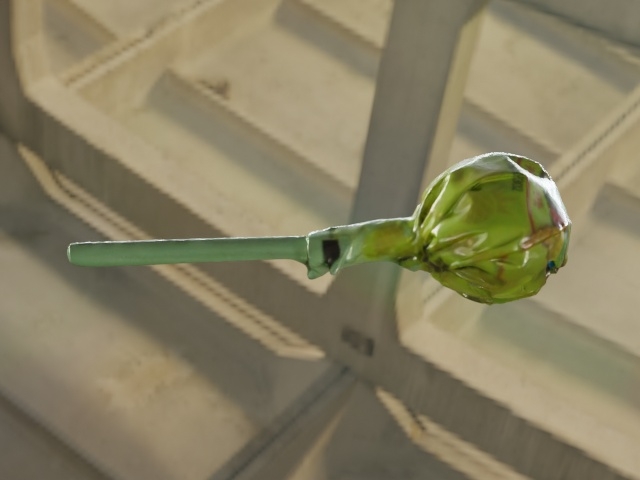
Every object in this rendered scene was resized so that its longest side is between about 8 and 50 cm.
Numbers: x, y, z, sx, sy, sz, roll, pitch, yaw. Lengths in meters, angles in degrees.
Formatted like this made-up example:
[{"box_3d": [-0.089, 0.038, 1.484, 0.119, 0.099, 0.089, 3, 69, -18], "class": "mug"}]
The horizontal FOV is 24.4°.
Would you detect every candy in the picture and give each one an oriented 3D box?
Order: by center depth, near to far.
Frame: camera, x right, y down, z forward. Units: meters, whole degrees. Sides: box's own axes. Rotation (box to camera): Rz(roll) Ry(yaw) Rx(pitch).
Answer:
[{"box_3d": [0.000, 0.000, 0.571, 0.194, 0.062, 0.058, -4, -143, -3], "class": "candy"}]
